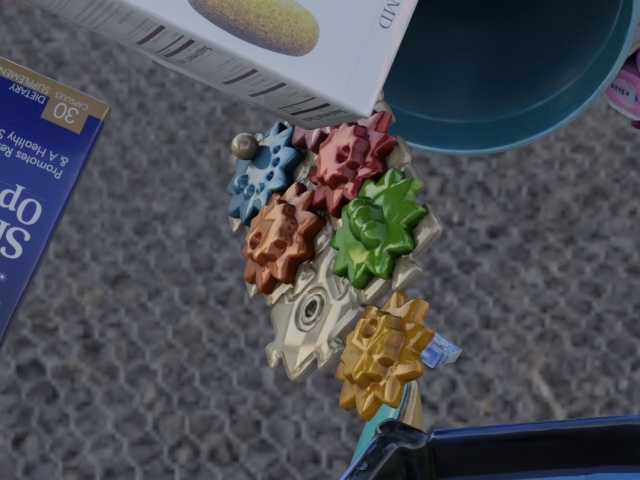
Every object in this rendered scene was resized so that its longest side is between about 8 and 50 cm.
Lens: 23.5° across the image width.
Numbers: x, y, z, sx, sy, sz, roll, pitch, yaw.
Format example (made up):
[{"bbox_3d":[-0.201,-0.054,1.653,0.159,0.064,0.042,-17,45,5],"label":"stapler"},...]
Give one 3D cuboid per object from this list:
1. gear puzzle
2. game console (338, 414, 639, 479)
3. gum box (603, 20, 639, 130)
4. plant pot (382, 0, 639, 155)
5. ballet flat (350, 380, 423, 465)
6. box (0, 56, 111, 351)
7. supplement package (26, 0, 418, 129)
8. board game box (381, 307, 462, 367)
[{"bbox_3d":[0.000,0.000,1.069,0.044,0.175,0.339,28,26,-32],"label":"gear puzzle"},{"bbox_3d":[0.107,0.268,1.020,0.173,0.293,0.250,17,48,31],"label":"game console"},{"bbox_3d":[0.302,-0.170,1.246,0.062,0.188,0.107,40,68,-3],"label":"gum box"},{"bbox_3d":[0.123,-0.251,1.285,0.272,0.271,0.255,5,33,4],"label":"plant pot"},{"bbox_3d":[0.048,0.236,1.365,0.073,0.232,0.080,31,-12,-14],"label":"ballet flat"},{"bbox_3d":[-0.246,-0.017,1.023,0.136,0.036,0.225,23,74,-6],"label":"box"},{"bbox_3d":[-0.069,-0.182,0.978,0.244,0.139,0.134,23,-6,-16],"label":"supplement package"},{"bbox_3d":[0.103,0.104,1.684,0.090,0.020,0.090,35,10,17],"label":"board game box"}]
